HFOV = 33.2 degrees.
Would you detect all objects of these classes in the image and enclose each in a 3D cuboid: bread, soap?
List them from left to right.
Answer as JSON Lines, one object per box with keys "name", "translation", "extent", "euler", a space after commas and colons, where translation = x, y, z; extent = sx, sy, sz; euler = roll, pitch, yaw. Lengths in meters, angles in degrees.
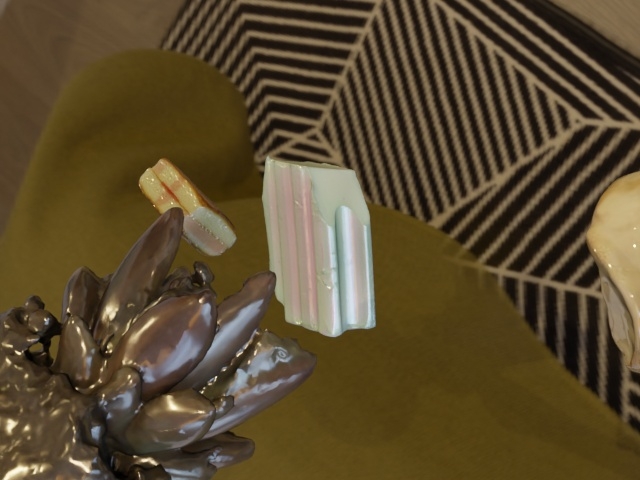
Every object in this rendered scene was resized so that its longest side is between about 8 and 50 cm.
{"name": "bread", "translation": [-0.121, -0.026, 0.995], "extent": [0.043, 0.062, 0.109], "euler": [-43, 103, 1]}
{"name": "soap", "translation": [0.000, 0.000, 1.442], "extent": [0.145, 0.091, 0.230], "euler": [13, 109, 54]}

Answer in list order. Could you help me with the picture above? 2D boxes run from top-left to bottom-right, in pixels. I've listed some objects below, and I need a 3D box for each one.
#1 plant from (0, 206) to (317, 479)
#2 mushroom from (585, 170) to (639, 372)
{"name": "plant", "translation": [-0.170, 0.123, 0.751], "extent": [0.321, 0.194, 0.181], "euler": [-40, 63, -19]}
{"name": "mushroom", "translation": [0.292, -0.006, 0.558], "extent": [0.290, 0.297, 0.297], "euler": [6, 91, 35]}
